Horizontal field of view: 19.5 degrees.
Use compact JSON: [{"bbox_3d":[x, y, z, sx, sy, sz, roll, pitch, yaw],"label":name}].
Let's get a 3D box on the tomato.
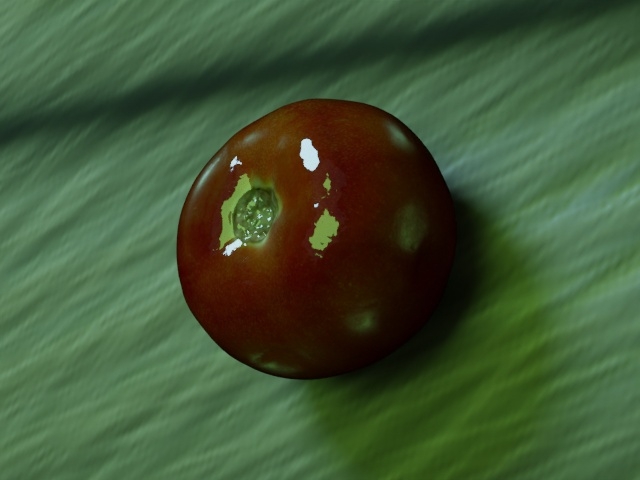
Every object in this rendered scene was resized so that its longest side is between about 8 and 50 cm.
[{"bbox_3d":[0.000,0.000,1.227,0.195,0.136,0.195,-16,65,37],"label":"tomato"}]
